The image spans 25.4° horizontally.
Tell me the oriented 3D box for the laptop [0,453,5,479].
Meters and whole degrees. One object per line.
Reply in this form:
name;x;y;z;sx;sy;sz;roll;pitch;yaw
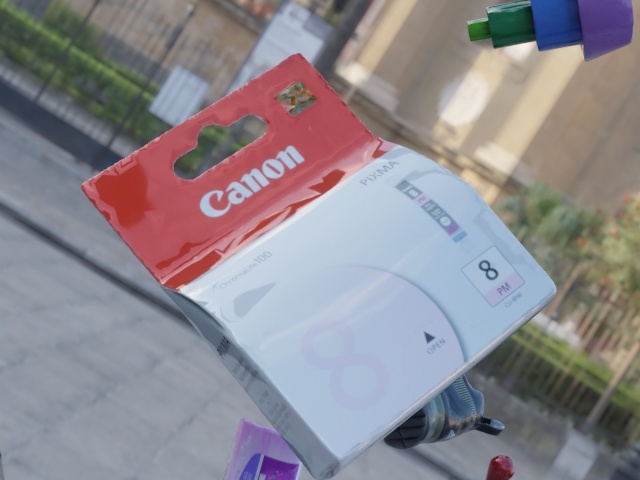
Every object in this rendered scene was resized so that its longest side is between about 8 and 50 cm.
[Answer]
laptop;-0.310;0.143;1.002;0.137;0.264;0.234;12;-55;36

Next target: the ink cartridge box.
ink cartridge box;0.000;0.000;0.858;0.232;0.189;0.066;52;-27;6

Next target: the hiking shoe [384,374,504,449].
hiking shoe;0.069;0.082;1.206;0.114;0.086;0.226;7;45;-35

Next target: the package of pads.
package of pads;-0.041;0.165;0.951;0.050;0.083;0.032;18;-24;-6

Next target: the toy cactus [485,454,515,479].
toy cactus;0.172;0.284;1.168;0.219;0.180;0.112;39;-2;-33

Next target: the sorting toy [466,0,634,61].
sorting toy;0.111;-0.290;0.921;0.126;0.365;0.127;-10;0;8
